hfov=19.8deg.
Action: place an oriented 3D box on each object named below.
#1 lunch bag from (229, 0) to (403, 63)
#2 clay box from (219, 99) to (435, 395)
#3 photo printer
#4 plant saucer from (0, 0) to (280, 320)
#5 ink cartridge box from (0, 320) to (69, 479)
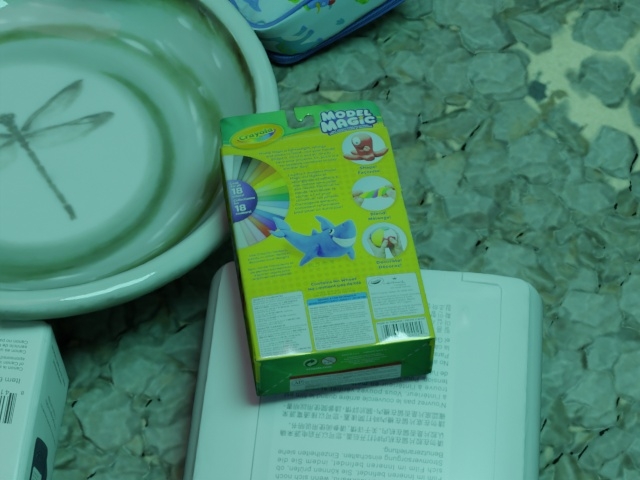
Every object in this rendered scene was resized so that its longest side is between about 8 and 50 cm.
[{"bbox_3d":[-0.021,-0.272,1.578,0.176,0.090,0.219,-32,59,10],"label":"lunch bag"},{"bbox_3d":[0.000,0.000,1.328,0.127,0.053,0.222,-7,53,-5],"label":"clay box"},{"bbox_3d":[0.030,0.168,1.316,0.256,0.107,0.308,3,58,4],"label":"photo printer"},{"bbox_3d":[-0.233,-0.081,1.464,0.400,0.100,0.400,2,52,-3],"label":"plant saucer"},{"bbox_3d":[-0.288,0.178,1.322,0.172,0.100,0.237,3,58,5],"label":"ink cartridge box"}]
